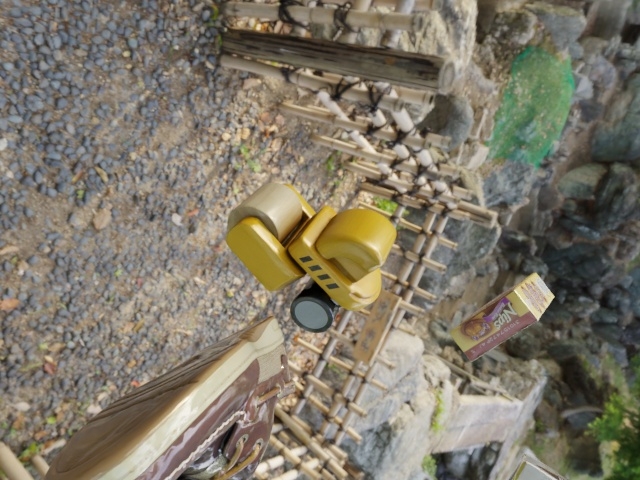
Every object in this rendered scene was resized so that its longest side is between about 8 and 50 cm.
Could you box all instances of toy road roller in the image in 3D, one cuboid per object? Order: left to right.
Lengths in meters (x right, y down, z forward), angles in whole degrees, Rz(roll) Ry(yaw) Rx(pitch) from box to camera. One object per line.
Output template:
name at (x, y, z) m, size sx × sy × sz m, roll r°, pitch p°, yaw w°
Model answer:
toy road roller at (0.000, 0.000, 0.977) m, size 0.241 × 0.329 × 0.202 m, roll -37°, pitch -170°, yaw 34°

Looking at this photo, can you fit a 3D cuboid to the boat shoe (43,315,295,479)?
boat shoe at (-0.090, 0.164, 0.437) m, size 0.123 × 0.123 × 0.342 m, roll -26°, pitch 178°, yaw 8°

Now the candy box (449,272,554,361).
candy box at (0.271, 0.106, 0.699) m, size 0.109 × 0.053 × 0.187 m, roll -42°, pitch 163°, yaw 26°

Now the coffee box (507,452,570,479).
coffee box at (0.356, 0.541, 0.654) m, size 0.338 × 0.334 × 0.337 m, roll -57°, pitch 149°, yaw -6°
